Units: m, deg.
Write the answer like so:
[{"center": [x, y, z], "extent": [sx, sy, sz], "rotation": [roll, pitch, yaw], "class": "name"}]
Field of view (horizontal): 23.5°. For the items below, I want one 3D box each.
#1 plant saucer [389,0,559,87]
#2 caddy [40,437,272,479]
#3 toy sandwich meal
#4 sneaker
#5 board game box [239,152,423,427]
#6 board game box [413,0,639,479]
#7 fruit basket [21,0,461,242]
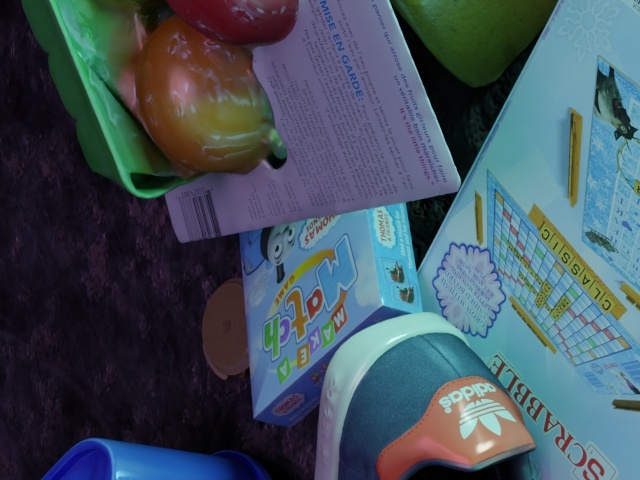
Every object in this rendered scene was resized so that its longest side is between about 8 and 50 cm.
[{"center": [0.069, -0.305, 0.924], "extent": [0.333, 0.081, 0.333], "rotation": [52, 131, 11], "class": "plant saucer"}, {"center": [-0.145, 0.303, 1.229], "extent": [0.341, 0.179, 0.241], "rotation": [-45, 38, 41], "class": "caddy"}, {"center": [-0.063, 0.071, 1.217], "extent": [0.085, 0.029, 0.086], "rotation": [-12, 74, 47], "class": "toy sandwich meal"}, {"center": [0.069, 0.223, 0.956], "extent": [0.148, 0.131, 0.350], "rotation": [43, 144, 48], "class": "sneaker"}, {"center": [0.000, 0.000, 1.075], "extent": [0.160, 0.039, 0.212], "rotation": [-44, 41, 41], "class": "board game box"}, {"center": [0.212, 0.027, 0.873], "extent": [0.319, 0.066, 0.318], "rotation": [49, 129, 33], "class": "board game box"}, {"center": [-0.062, -0.167, 0.995], "extent": [0.353, 0.165, 0.327], "rotation": [-12, 102, 53], "class": "fruit basket"}]
